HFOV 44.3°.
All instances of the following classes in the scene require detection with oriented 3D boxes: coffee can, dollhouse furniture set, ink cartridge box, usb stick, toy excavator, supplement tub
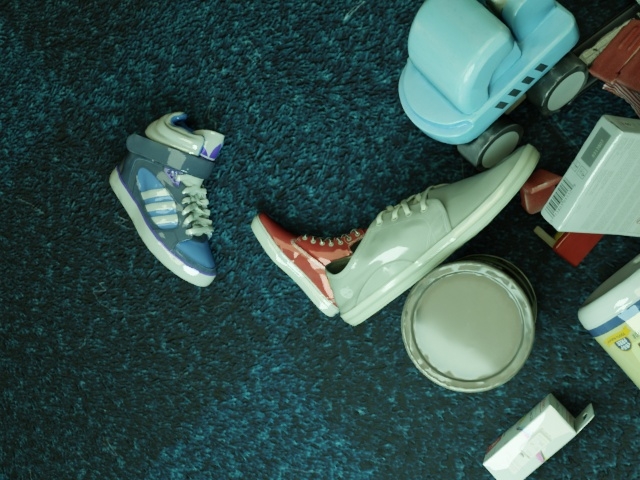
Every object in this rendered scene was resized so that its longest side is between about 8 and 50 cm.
[{"bbox_3d":[0.259,0.128,1.324,0.202,0.275,0.201,0,91,16],"label":"coffee can"},{"bbox_3d":[0.481,-0.141,1.271,0.201,0.152,0.374,32,102,-26],"label":"dollhouse furniture set"},{"bbox_3d":[0.484,-0.093,1.225,0.066,0.232,0.189,59,137,41],"label":"ink cartridge box"},{"bbox_3d":[0.509,-0.341,1.360,0.278,0.045,0.077,-37,88,14],"label":"usb stick"},{"bbox_3d":[0.270,-0.361,1.199,0.433,0.445,0.222,-44,62,12],"label":"toy excavator"},{"bbox_3d":[0.382,0.337,1.377,0.198,0.115,0.067,-45,79,12],"label":"ink cartridge box"},{"bbox_3d":[0.598,0.167,1.251,0.228,0.228,0.316,-42,80,13],"label":"supplement tub"}]

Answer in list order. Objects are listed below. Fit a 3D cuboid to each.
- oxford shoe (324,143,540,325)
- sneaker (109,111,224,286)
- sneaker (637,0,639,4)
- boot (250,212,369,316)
[{"bbox_3d":[0.171,-0.022,1.329,0.449,0.169,0.130,-40,88,26],"label":"oxford shoe"},{"bbox_3d":[-0.254,-0.099,1.543,0.236,0.130,0.322,-43,74,17],"label":"sneaker"},{"bbox_3d":[0.444,-0.501,1.284,0.343,0.134,0.146,46,124,-4],"label":"sneaker"},{"bbox_3d":[0.000,0.000,1.498,0.244,0.088,0.176,45,102,2],"label":"boot"}]
